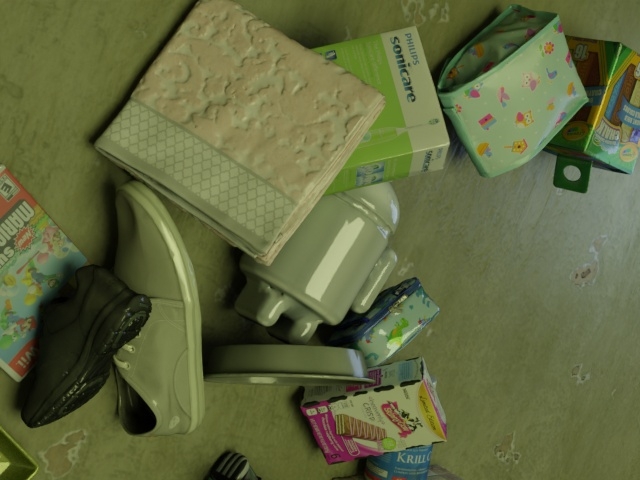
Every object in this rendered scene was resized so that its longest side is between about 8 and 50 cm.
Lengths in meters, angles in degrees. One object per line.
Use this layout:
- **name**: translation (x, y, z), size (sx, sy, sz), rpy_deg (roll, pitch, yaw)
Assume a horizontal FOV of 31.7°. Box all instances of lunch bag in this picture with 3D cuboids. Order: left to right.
- **lunch bag**: translation (0.106, 0.156, 2.009), size (0.176, 0.219, 0.090), rpy_deg (-40, 92, -17)
- **lunch bag**: translation (0.345, -0.273, 2.102), size (0.262, 0.160, 0.223), rpy_deg (-42, 127, -13)

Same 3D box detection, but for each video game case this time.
- **video game case**: translation (-0.450, 0.051, 1.620), size (0.204, 0.025, 0.285), rpy_deg (-49, 136, -17)

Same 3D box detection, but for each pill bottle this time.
- **pill bottle**: translation (0.161, 0.367, 2.181), size (0.124, 0.124, 0.222), rpy_deg (-1, 104, -39)

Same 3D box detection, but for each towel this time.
- **towel**: translation (-0.122, -0.176, 1.674), size (0.317, 0.331, 0.053), rpy_deg (-55, 170, -12)

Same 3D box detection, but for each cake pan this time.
- **cake pan**: translation (-0.054, 0.208, 1.863), size (0.293, 0.293, 0.054), rpy_deg (10, 76, -41)

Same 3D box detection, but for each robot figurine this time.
- **robot figurine**: translation (0.000, 0.000, 1.881), size (0.300, 0.199, 0.353), rpy_deg (38, 79, -31)

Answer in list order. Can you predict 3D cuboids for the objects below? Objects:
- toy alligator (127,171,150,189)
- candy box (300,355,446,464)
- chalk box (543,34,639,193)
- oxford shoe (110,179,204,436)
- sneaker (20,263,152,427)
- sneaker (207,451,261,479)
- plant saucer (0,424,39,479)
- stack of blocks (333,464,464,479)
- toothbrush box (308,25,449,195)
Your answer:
- **toy alligator**: translation (-0.249, -0.148, 1.732), size (0.051, 0.056, 0.190), rpy_deg (28, 84, -1)
- **candy box**: translation (0.098, 0.314, 2.055), size (0.233, 0.071, 0.159), rpy_deg (-15, 122, 13)
- **chalk box**: translation (0.533, -0.243, 2.256), size (0.179, 0.180, 0.289), rpy_deg (17, 91, -41)
- **oxford shoe**: translation (-0.269, 0.125, 1.724), size (0.130, 0.169, 0.450), rpy_deg (-20, 123, -30)
- **sneaker**: translation (-0.366, 0.156, 1.664), size (0.286, 0.130, 0.109), rpy_deg (-52, 167, 17)
- **sneaker**: translation (-0.184, 0.483, 1.965), size (0.224, 0.083, 0.098), rpy_deg (-49, 133, -17)
- **plant saucer**: translation (-0.538, 0.335, 1.639), size (0.188, 0.045, 0.188), rpy_deg (-45, 121, -19)
- **stack of blocks**: translation (0.145, 0.558, 2.252), size (0.297, 0.087, 0.171), rpy_deg (4, 102, -40)
- **toothbrush box**: translation (0.037, -0.193, 1.765), size (0.283, 0.122, 0.206), rpy_deg (-14, 74, -2)
